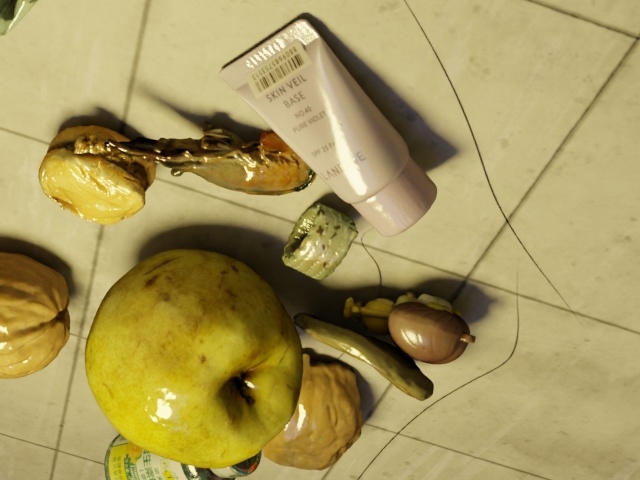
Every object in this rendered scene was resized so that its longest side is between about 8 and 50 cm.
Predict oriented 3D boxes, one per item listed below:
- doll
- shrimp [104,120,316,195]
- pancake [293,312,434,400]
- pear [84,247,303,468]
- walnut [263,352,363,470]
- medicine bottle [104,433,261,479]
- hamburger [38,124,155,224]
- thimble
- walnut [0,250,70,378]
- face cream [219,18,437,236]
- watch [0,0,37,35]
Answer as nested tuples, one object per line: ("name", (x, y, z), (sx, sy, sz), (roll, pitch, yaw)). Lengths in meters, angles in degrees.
("doll", (0.123, 0.112, 1.672), (0.188, 0.096, 0.145), (19, 173, 6))
("shrimp", (-0.125, -0.119, 1.466), (0.262, 0.066, 0.117), (14, 133, -26))
("pancake", (0.063, 0.156, 1.731), (0.242, 0.050, 0.242), (31, 174, 4))
("pear", (-0.186, 0.163, 1.689), (0.304, 0.304, 0.304), (9, 145, 6))
("walnut", (-0.025, 0.284, 1.930), (0.238, 0.141, 0.204), (32, 136, -29))
("medicine bottle", (-0.242, 0.387, 2.142), (0.293, 0.141, 0.141), (-18, 135, 36))
("hamburger", (-0.289, -0.086, 1.549), (0.138, 0.083, 0.147), (30, 144, -29))
("thimble", (0.000, 0.000, 1.566), (0.062, 0.084, 0.110), (25, 146, -16))
("walnut", (-0.484, 0.111, 1.802), (0.213, 0.213, 0.213), (9, 145, 6))
("face cream", (0.020, -0.127, 1.394), (0.274, 0.096, 0.154), (46, 139, -19))
("watch", (-0.411, -0.309, 1.226), (0.241, 0.162, 0.253), (-11, 140, 19))
